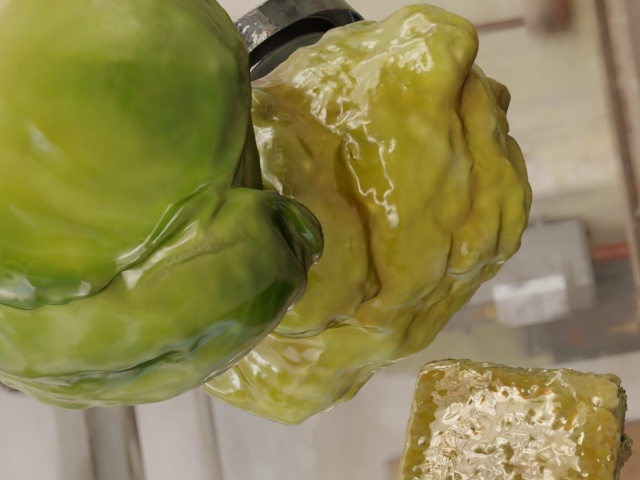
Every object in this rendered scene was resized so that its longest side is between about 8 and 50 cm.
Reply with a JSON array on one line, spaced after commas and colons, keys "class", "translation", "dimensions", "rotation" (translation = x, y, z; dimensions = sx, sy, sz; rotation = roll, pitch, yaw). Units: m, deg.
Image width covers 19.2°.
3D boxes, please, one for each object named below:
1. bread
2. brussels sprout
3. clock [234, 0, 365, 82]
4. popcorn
[{"class": "bread", "translation": [0.107, 0.172, 1.128], "dimensions": [0.102, 0.138, 0.196], "rotation": [60, -136, -61]}, {"class": "brussels sprout", "translation": [-0.142, -0.039, 1.089], "dimensions": [0.227, 0.294, 0.259], "rotation": [145, 127, -61]}, {"class": "clock", "translation": [-0.047, -0.170, 1.941], "dimensions": [0.042, 0.215, 0.215], "rotation": [50, 172, 23]}, {"class": "popcorn", "translation": [0.013, 0.001, 1.451], "dimensions": [0.334, 0.293, 0.292], "rotation": [87, -171, -56]}]
